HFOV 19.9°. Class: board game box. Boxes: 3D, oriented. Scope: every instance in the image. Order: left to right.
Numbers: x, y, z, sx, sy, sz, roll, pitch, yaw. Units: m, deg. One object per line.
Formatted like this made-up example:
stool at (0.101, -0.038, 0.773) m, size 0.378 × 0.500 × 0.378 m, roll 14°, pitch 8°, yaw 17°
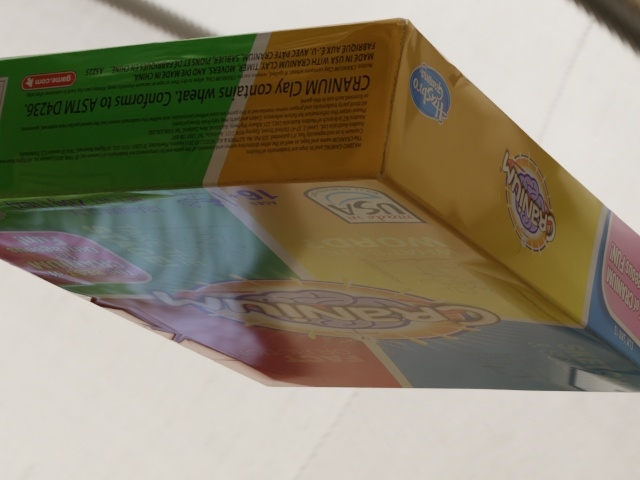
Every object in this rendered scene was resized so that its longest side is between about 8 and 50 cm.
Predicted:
board game box at (0.000, 0.000, 0.828) m, size 0.242 × 0.316 × 0.064 m, roll -2°, pitch -109°, yaw 31°
